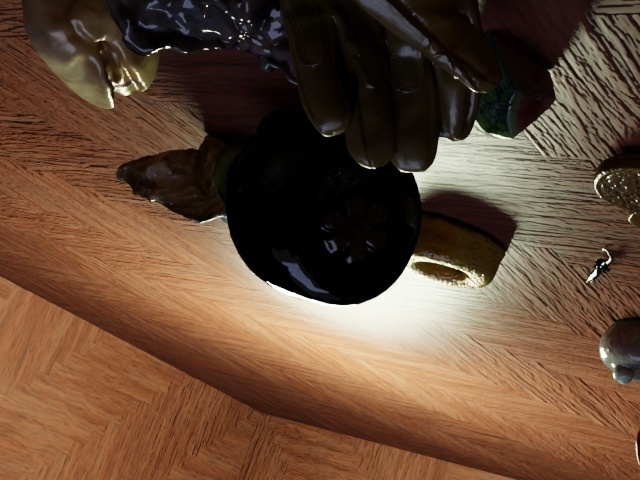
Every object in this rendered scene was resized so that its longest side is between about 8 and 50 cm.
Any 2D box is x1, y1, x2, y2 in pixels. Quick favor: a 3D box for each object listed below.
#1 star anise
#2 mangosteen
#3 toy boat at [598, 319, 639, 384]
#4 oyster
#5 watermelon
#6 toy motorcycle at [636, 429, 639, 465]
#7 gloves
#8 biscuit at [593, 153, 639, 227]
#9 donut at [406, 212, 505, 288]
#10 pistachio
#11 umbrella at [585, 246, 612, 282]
[{"bbox_3d":[-0.062,-0.190,0.935,0.258,0.110,0.198,24,165,-35],"label":"star anise"},{"bbox_3d":[-0.003,-0.042,1.190,0.243,0.243,0.243,19,164,6],"label":"mangosteen"},{"bbox_3d":[0.501,0.186,1.535,0.227,0.085,0.155,21,165,-4],"label":"toy boat"},{"bbox_3d":[-0.090,-0.056,1.377,0.341,0.110,0.166,22,180,20],"label":"oyster"},{"bbox_3d":[0.159,-0.140,0.947,0.085,0.072,0.092,19,130,48],"label":"watermelon"},{"bbox_3d":[0.649,0.340,1.796,0.221,0.147,0.325,-2,166,-3],"label":"toy motorcycle"},{"bbox_3d":[0.024,-0.189,0.782,0.154,0.141,0.331,-20,134,26],"label":"gloves"},{"bbox_3d":[0.342,-0.041,1.082,0.124,0.026,0.175,7,159,42],"label":"biscuit"},{"bbox_3d":[0.165,0.018,1.442,0.152,0.058,0.152,16,164,5],"label":"donut"},{"bbox_3d":[-0.222,-0.209,1.070,0.145,0.117,0.200,57,178,11],"label":"pistachio"},{"bbox_3d":[0.347,0.039,1.357,0.022,0.022,0.149,60,175,19],"label":"umbrella"}]
